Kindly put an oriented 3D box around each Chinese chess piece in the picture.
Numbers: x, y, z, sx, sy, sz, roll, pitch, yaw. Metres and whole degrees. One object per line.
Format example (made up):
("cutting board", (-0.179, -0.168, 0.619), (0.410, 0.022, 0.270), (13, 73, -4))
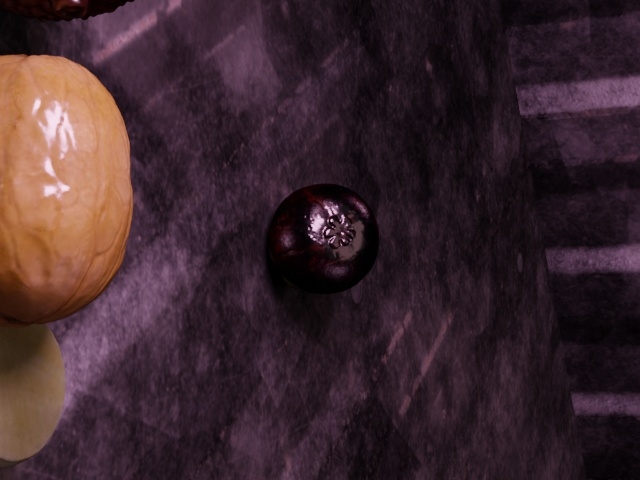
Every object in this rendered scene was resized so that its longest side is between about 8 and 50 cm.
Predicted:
("Chinese chess piece", (-0.284, 0.126, 1.082), (0.144, 0.058, 0.144), (18, 70, -62))

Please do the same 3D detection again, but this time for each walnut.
("walnut", (-0.246, -0.042, 1.018), (0.193, 0.193, 0.225), (9, 84, -65))

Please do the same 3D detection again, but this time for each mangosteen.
("mangosteen", (0.000, 0.000, 1.630), (0.152, 0.152, 0.152), (-3, 90, -65))

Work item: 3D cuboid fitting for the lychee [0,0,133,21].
("lychee", (-0.227, -0.304, 1.027), (0.260, 0.260, 0.260), (-3, 90, -65))
